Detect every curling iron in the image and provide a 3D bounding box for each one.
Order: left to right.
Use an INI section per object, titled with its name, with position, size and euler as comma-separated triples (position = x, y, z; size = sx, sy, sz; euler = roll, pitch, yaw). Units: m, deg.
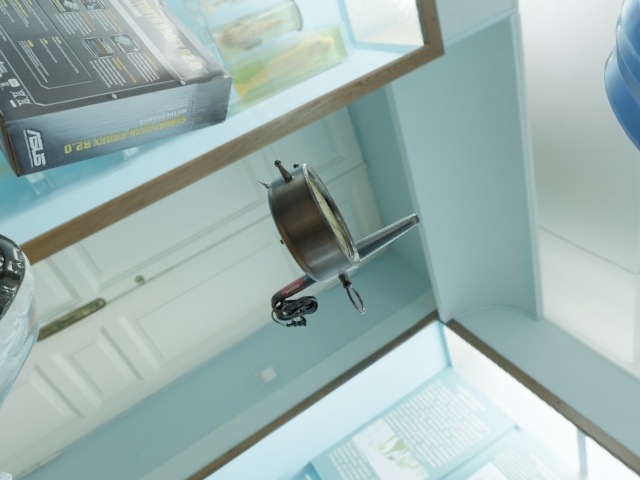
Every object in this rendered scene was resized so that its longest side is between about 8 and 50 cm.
[curling iron]
position = 0.039, 0.039, 0.751
size = 0.035, 0.274, 0.068
euler = 39, -18, 54

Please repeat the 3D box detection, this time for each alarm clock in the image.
[alarm clock]
position = 0.000, 0.000, 0.553
size = 0.192, 0.064, 0.129
euler = 59, 10, -1

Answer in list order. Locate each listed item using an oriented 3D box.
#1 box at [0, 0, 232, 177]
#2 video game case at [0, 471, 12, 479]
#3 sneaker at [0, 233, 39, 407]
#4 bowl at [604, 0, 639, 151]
[box]
position = -0.218, -0.175, 0.430
size = 0.231, 0.183, 0.056
euler = 50, -38, 18
[video game case]
position = -0.553, 0.510, 0.775
size = 0.183, 0.023, 0.201
euler = -55, 152, -65
[sneaker]
position = -0.237, 0.122, 0.247
size = 0.100, 0.271, 0.108
euler = 22, -37, 4
[bowl]
position = 0.404, -0.094, 0.351
size = 0.391, 0.391, 0.077
euler = 51, -28, 29
